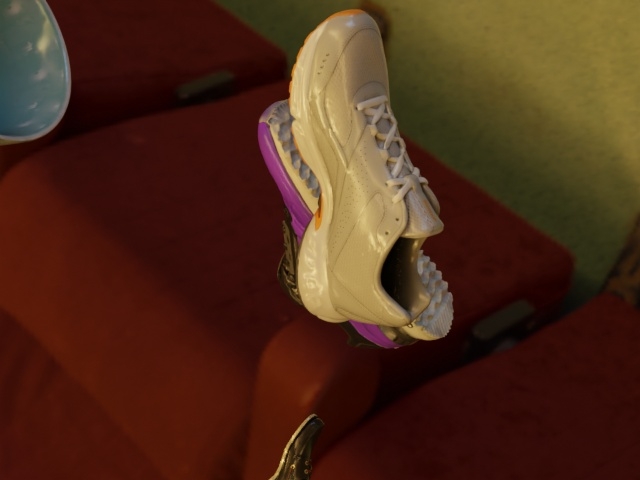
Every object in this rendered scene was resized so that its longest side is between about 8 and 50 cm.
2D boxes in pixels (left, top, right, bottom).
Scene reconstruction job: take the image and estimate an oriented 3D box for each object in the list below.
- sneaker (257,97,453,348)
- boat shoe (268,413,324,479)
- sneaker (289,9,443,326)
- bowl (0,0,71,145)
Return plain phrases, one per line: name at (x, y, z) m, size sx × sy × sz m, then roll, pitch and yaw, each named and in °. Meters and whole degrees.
sneaker at (0.000, 0.001, 1.415) m, size 0.146 × 0.102 × 0.293 m, roll -21°, pitch 110°, yaw 39°
boat shoe at (-0.028, 0.262, 1.583) m, size 0.042 × 0.049 × 0.133 m, roll 26°, pitch 86°, yaw 23°
sneaker at (0.050, -0.053, 1.121) m, size 0.121 × 0.099 × 0.263 m, roll 13°, pitch 113°, yaw 42°
bowl at (-0.486, -0.237, 1.772) m, size 0.163 × 0.311 × 0.312 m, roll -25°, pitch 83°, yaw 28°
